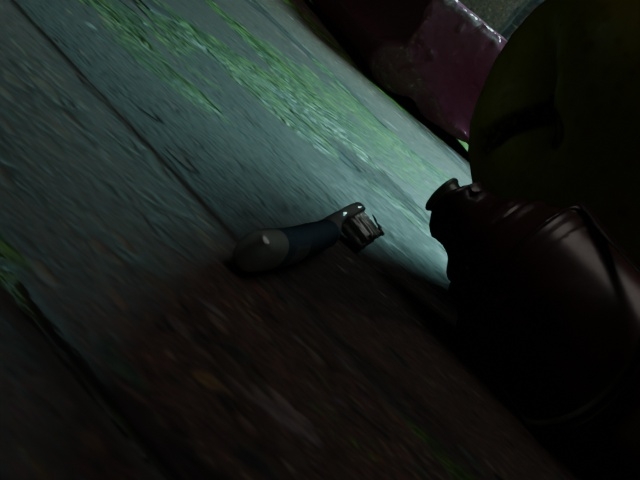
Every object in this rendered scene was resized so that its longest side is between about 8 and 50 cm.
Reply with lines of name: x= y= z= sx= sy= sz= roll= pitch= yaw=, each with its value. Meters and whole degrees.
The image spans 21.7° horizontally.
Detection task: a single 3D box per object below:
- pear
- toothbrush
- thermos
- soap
pear: x=0.300 y=-0.035 z=1.063 sx=0.418 sy=0.362 sz=0.362 roll=20 pitch=19 yaw=-27
toothbrush: x=0.000 y=0.000 z=0.782 sx=0.025 sy=0.019 sz=0.276 roll=50 pitch=10 yaw=4
thermos: x=0.142 y=0.053 z=0.862 sx=0.232 sy=0.099 sz=0.124 roll=45 pitch=14 yaw=18
soap: x=0.125 y=-0.237 z=2.000 sx=0.233 sy=0.128 sz=0.359 roll=36 pitch=10 yaw=-27
